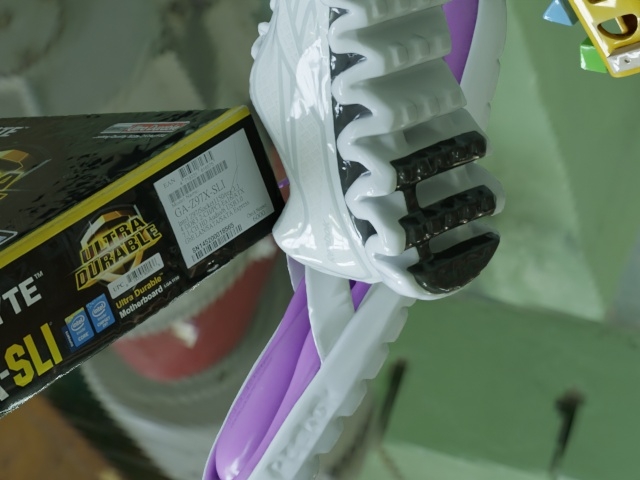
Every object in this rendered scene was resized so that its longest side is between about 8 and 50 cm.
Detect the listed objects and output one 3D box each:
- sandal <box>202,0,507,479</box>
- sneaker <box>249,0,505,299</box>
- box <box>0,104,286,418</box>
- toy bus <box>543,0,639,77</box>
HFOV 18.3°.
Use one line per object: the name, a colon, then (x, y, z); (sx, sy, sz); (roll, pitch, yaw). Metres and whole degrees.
sandal: (0.004, 0.001, 1.294); (0.102, 0.416, 0.169); (24, 180, -17)
sneaker: (0.011, -0.116, 0.993); (0.118, 0.292, 0.110); (4, -168, 45)
box: (-0.213, 0.017, 1.086); (0.322, 0.257, 0.079); (2, 122, 51)
toy bus: (0.271, -0.178, 1.629); (0.202, 0.104, 0.191); (27, 138, 18)
